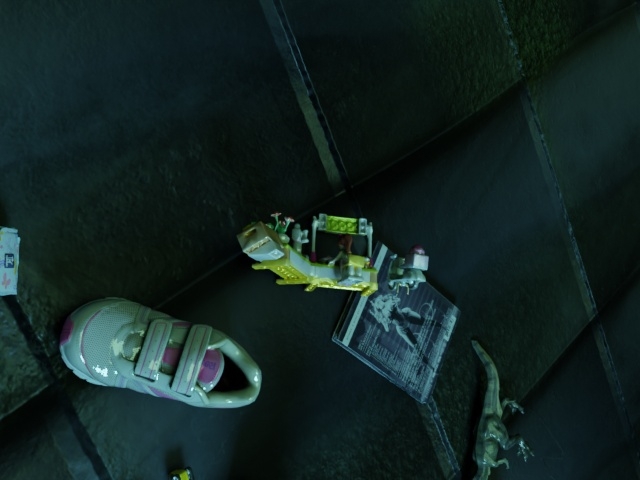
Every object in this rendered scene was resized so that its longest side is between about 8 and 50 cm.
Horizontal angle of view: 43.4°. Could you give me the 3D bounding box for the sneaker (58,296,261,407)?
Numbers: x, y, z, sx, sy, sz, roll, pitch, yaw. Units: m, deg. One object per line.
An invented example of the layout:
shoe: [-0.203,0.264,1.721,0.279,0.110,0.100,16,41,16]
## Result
sneaker: [-0.165,0.128,0.903,0.252,0.111,0.103,21,74,-38]

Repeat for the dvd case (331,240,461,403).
dvd case: [0.121,0.127,1.216,0.221,0.018,0.165,39,65,-34]

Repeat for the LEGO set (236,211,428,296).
LEGO set: [0.000,0.000,1.055,0.286,0.132,0.107,14,70,-34]

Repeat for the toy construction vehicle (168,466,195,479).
toy construction vehicle: [-0.178,0.325,0.937,0.086,0.035,0.098,-27,108,-50]

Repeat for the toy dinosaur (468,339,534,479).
toy dinosaur: [0.293,0.306,1.333,0.118,0.064,0.268,14,76,-33]

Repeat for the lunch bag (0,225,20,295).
lunch bag: [-0.338,0.019,0.797,0.083,0.053,0.071,8,84,-50]
